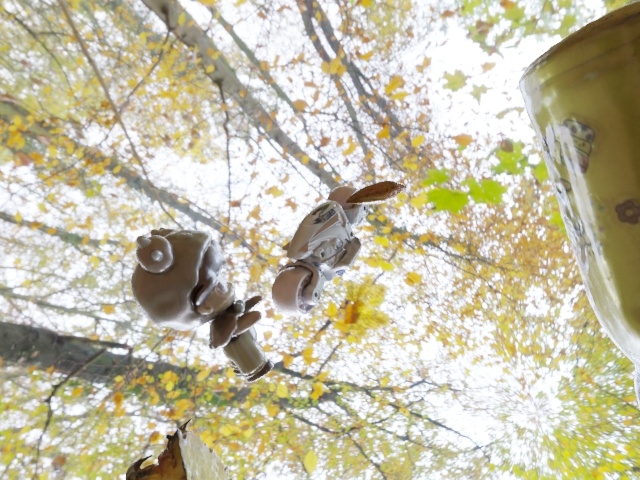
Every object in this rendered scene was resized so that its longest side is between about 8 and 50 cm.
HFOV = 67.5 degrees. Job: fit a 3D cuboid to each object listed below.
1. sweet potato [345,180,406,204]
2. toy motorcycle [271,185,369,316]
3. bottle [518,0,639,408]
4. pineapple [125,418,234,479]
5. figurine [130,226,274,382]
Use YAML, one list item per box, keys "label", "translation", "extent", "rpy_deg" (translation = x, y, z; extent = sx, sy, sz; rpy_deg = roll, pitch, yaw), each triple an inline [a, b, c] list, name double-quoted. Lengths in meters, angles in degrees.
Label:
- label: "sweet potato"
  translation: [0.084, -0.070, 0.718]
  extent: [0.095, 0.034, 0.034]
  rpy_deg: [-16, -115, -1]
- label: "toy motorcycle"
  translation: [0.000, 0.000, 0.734]
  extent: [0.112, 0.112, 0.254]
  rpy_deg: [11, -128, 27]
- label: "bottle"
  translation: [0.274, 0.013, 0.341]
  extent: [0.171, 0.171, 0.351]
  rpy_deg: [-16, -88, 18]
- label: "pineapple"
  translation: [-0.147, 0.371, 0.502]
  extent: [0.158, 0.161, 0.335]
  rpy_deg: [-21, -100, 5]
- label: "figurine"
  translation: [-0.247, 0.133, 1.012]
  extent: [0.203, 0.248, 0.381]
  rpy_deg: [-37, -78, 1]
